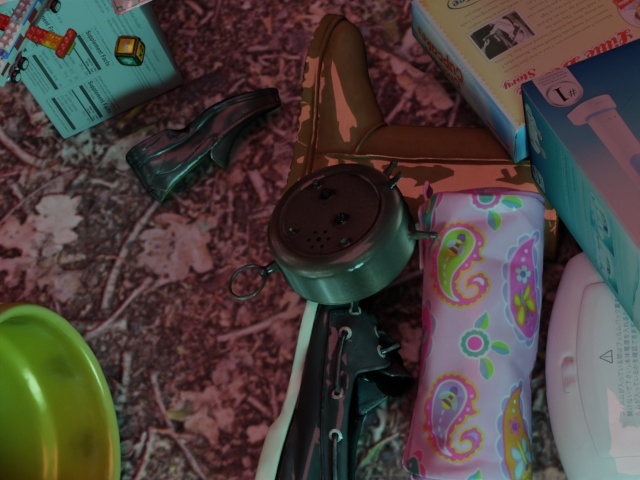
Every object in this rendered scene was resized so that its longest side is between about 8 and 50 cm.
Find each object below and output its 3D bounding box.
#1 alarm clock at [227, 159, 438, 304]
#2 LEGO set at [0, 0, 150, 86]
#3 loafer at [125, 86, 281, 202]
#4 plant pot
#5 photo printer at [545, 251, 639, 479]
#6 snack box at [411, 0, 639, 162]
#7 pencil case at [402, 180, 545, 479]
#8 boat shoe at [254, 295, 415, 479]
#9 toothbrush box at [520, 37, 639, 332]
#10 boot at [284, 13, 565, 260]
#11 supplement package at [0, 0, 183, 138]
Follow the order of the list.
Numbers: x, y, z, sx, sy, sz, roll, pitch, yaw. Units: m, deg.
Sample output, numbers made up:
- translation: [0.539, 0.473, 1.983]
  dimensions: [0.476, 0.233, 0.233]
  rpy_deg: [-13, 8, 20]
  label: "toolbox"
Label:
- translation: [0.000, 0.000, 1.758]
  dimensions: [0.192, 0.064, 0.129]
  rpy_deg: [-30, 47, 3]
  label: "alarm clock"
- translation: [-0.247, -0.246, 1.780]
  dimensions: [0.182, 0.060, 0.244]
  rpy_deg: [-24, 65, 5]
  label: "LEGO set"
- translation: [-0.111, -0.100, 1.978]
  dimensions: [0.170, 0.062, 0.061]
  rpy_deg: [-28, 85, 2]
  label: "loafer"
- translation: [-0.350, 0.198, 1.794]
  dimensions: [0.239, 0.254, 0.254]
  rpy_deg: [-11, 62, 24]
  label: "plant pot"
- translation: [0.356, 0.119, 1.735]
  dimensions: [0.307, 0.107, 0.256]
  rpy_deg: [-5, 62, 11]
  label: "photo printer"
- translation: [0.272, -0.225, 1.890]
  dimensions: [0.322, 0.060, 0.187]
  rpy_deg: [-28, 60, -12]
  label: "snack box"
- translation: [0.139, 0.088, 1.761]
  dimensions: [0.124, 0.124, 0.284]
  rpy_deg: [1, 81, 13]
  label: "pencil case"
- translation: [0.028, 0.134, 1.794]
  dimensions: [0.113, 0.127, 0.340]
  rpy_deg: [12, 66, 12]
  label: "boat shoe"
- translation: [0.336, -0.048, 1.704]
  dimensions: [0.216, 0.126, 0.295]
  rpy_deg: [-22, 45, -8]
  label: "toothbrush box"
- translation: [0.115, -0.102, 1.911]
  dimensions: [0.269, 0.089, 0.236]
  rpy_deg: [5, 77, 15]
  label: "boot"
- translation: [-0.267, -0.268, 1.970]
  dimensions: [0.145, 0.262, 0.204]
  rpy_deg: [-24, 64, 1]
  label: "supplement package"
